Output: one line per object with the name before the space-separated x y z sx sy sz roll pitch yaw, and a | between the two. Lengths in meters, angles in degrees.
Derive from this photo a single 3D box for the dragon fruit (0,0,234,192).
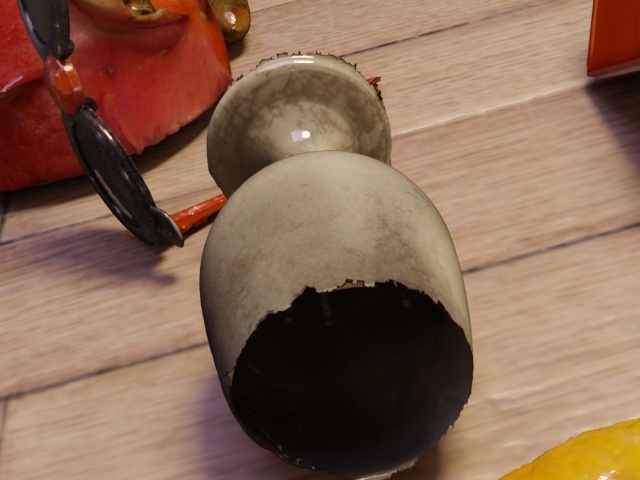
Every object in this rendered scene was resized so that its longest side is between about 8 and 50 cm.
dragon fruit | -0.210 -0.174 0.772 0.290 0.189 0.291 -10 33 7

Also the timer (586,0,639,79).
timer | 0.311 -0.177 0.576 0.249 0.161 0.257 3 6 1

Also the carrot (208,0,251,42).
carrot | -0.105 -0.247 0.961 0.078 0.078 0.298 -16 35 -4

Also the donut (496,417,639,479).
donut | 0.112 0.146 0.250 0.253 0.118 0.253 -22 22 9

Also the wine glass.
wine glass | 0.000 0.000 0.492 0.126 0.126 0.241 -13 29 0

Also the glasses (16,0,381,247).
glasses | -0.060 -0.146 0.641 0.268 0.234 0.118 -29 20 -28
